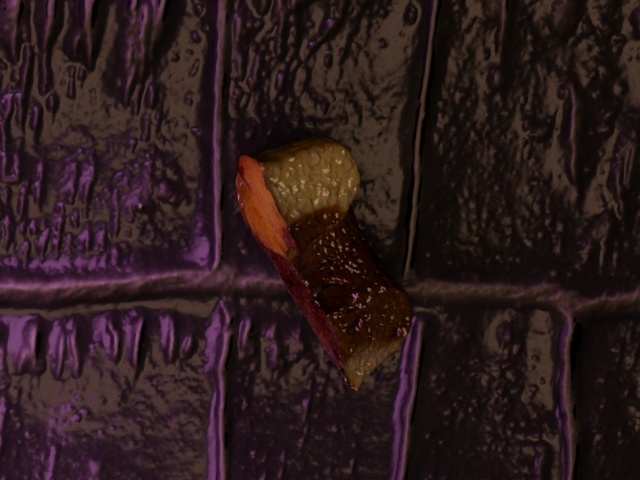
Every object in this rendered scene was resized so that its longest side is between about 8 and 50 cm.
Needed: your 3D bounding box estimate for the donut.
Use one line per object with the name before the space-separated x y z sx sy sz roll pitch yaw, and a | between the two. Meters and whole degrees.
donut | 0.000 0.000 1.565 0.112 0.151 0.295 -27 119 -13
